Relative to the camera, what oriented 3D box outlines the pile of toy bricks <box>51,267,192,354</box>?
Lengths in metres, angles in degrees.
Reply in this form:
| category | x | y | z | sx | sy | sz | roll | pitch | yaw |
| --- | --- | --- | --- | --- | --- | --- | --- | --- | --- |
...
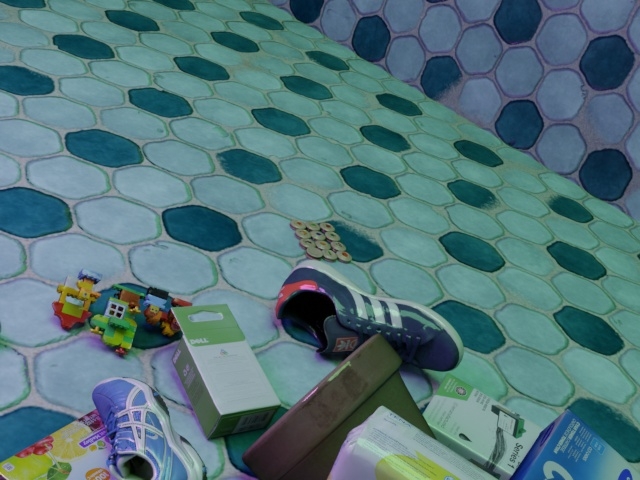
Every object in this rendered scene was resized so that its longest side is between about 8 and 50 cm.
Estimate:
| category | x | y | z | sx | sy | sz | roll | pitch | yaw |
| --- | --- | --- | --- | --- | --- | --- | --- | --- | --- |
| pile of toy bricks | -0.312 | 0.128 | 1.298 | 0.212 | 0.118 | 0.105 | 22 | 66 | -22 |

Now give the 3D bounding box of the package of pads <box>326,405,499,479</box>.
| category | x | y | z | sx | sy | sz | roll | pitch | yaw |
| --- | --- | --- | --- | --- | --- | --- | --- | --- | --- |
| package of pads | 0.093 | 0.359 | 0.947 | 0.229 | 0.296 | 0.101 | 30 | 32 | 16 |

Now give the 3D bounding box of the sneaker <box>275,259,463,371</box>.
| category | x | y | z | sx | sy | sz | roll | pitch | yaw |
| --- | --- | --- | --- | --- | --- | --- | --- | --- | --- |
| sneaker | 0.078 | 0.165 | 1.467 | 0.350 | 0.131 | 0.148 | 22 | 34 | 13 |

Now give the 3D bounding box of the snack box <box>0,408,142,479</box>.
| category | x | y | z | sx | sy | sz | roll | pitch | yaw |
| --- | --- | --- | --- | --- | --- | --- | --- | --- | --- |
| snack box | -0.267 | 0.317 | 1.006 | 0.207 | 0.070 | 0.174 | 32 | 29 | 19 |

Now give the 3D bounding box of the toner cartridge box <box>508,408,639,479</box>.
| category | x | y | z | sx | sy | sz | roll | pitch | yaw |
| --- | --- | --- | --- | --- | --- | --- | --- | --- | --- |
| toner cartridge box | 0.328 | 0.387 | 1.128 | 0.165 | 0.075 | 0.348 | 44 | 37 | 11 |

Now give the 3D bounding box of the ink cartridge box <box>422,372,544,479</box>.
| category | x | y | z | sx | sy | sz | roll | pitch | yaw |
| --- | --- | --- | --- | --- | --- | --- | --- | --- | --- |
| ink cartridge box | 0.262 | 0.334 | 1.320 | 0.219 | 0.092 | 0.160 | 29 | 30 | 13 |

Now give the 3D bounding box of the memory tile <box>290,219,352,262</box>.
| category | x | y | z | sx | sy | sz | roll | pitch | yaw |
| --- | --- | --- | --- | --- | --- | --- | --- | --- | --- |
| memory tile | 0.000 | 0.000 | 1.798 | 0.113 | 0.012 | 0.148 | 5 | 33 | -27 |

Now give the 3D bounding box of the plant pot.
| category | x | y | z | sx | sy | sz | roll | pitch | yaw |
| --- | --- | --- | --- | --- | --- | --- | --- | --- | --- |
| plant pot | 0.061 | 0.293 | 1.126 | 0.229 | 0.263 | 0.263 | 47 | 34 | 10 |

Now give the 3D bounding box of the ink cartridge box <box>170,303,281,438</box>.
| category | x | y | z | sx | sy | sz | roll | pitch | yaw |
| --- | --- | --- | --- | --- | --- | --- | --- | --- | --- |
| ink cartridge box | -0.158 | 0.197 | 1.271 | 0.109 | 0.062 | 0.209 | -2 | 45 | -38 |

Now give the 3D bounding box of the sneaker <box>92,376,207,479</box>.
| category | x | y | z | sx | sy | sz | roll | pitch | yaw |
| --- | --- | --- | --- | --- | --- | --- | --- | --- | --- |
| sneaker | -0.226 | 0.242 | 1.010 | 0.081 | 0.080 | 0.211 | -2 | 31 | -49 |
